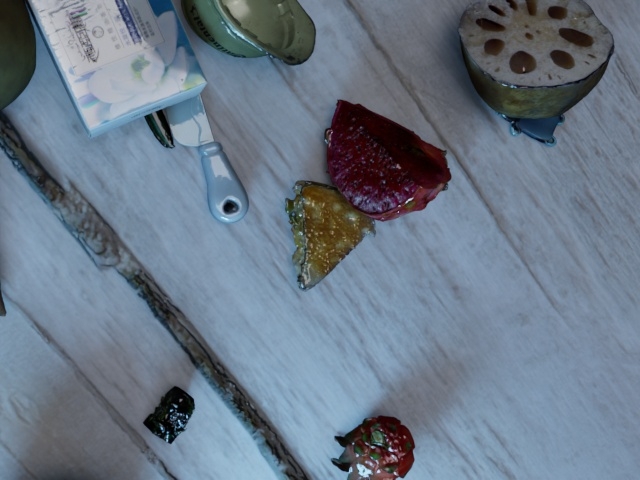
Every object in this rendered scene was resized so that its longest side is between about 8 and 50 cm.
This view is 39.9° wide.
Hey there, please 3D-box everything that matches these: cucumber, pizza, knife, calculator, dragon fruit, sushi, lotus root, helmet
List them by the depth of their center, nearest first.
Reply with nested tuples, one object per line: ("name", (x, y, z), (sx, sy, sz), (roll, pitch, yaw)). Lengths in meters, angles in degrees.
("sushi", (-0.246, 0.291, 1.467), (0.056, 0.085, 0.083), (36, 79, -14))
("helmet", (-0.144, -0.375, 1.471), (0.257, 0.137, 0.204), (49, 39, -19))
("cucumber", (-0.291, -0.237, 1.479), (0.036, 0.033, 0.184), (-25, 98, -36))
("knife", (-0.211, -0.184, 1.505), (0.080, 0.044, 0.331), (-22, 90, -8))
("dragon fruit", (0.138, -0.115, 1.546), (0.211, 0.262, 0.134), (1, 129, -35))
("dragon fruit", (0.101, 0.377, 1.550), (0.121, 0.130, 0.142), (39, 120, -20))
("pizza", (0.000, 0.000, 1.555), (0.185, 0.052, 0.195), (27, 78, -22))
("lotus root", (0.376, -0.328, 1.595), (0.272, 0.192, 0.272), (-1, 68, 3))
("calculator", (0.401, -0.237, 1.688), (0.141, 0.019, 0.094), (24, 83, -13))

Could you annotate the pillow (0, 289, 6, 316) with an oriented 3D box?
("pillow", (-0.645, -0.018, 1.326), (0.305, 0.108, 0.308), (-7, 92, -29))

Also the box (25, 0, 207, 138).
("box", (-0.329, -0.328, 1.390), (0.203, 0.116, 0.274), (-25, 97, -14))

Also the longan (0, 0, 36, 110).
("longan", (-0.563, -0.300, 1.282), (0.297, 0.297, 0.297), (0, 90, -16))
